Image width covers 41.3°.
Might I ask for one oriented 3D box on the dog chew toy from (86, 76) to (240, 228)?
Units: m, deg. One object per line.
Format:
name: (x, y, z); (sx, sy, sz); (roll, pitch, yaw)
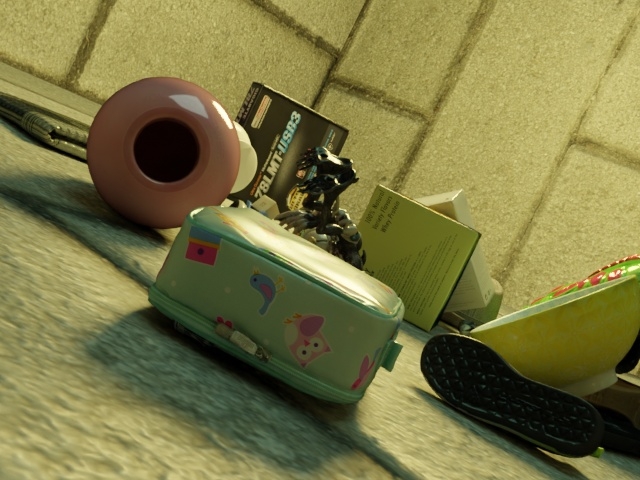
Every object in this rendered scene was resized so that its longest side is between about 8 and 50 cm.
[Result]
dog chew toy: (-0.229, -0.122, 1.232); (0.206, 0.207, 0.332); (25, -3, -12)

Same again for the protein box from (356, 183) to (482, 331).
protein box: (0.162, 0.031, 1.572); (0.201, 0.200, 0.136); (27, 5, 12)

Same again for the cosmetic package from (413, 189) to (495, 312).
cosmetic package: (0.256, 0.024, 1.695); (0.117, 0.231, 0.085); (-10, 16, 30)

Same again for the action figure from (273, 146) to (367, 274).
action figure: (0.000, 0.000, 1.283); (0.140, 0.276, 0.164); (-10, 39, -6)

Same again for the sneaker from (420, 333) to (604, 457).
sneaker: (0.221, 0.197, 1.007); (0.234, 0.084, 0.097); (29, -18, 21)

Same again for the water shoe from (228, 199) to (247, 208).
water shoe: (-0.121, -0.003, 1.329); (0.080, 0.073, 0.203); (48, 2, -19)

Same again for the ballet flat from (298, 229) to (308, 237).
ballet flat: (-0.021, -0.012, 1.906); (0.070, 0.070, 0.188); (27, 8, 1)

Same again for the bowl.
bowl: (0.412, 0.176, 1.414); (0.289, 0.289, 0.156); (8, 62, -75)

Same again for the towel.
towel: (-0.460, -0.193, 1.632); (0.312, 0.056, 0.324); (27, 6, 41)

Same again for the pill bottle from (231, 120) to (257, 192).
pill bottle: (-0.283, -0.220, 1.986); (0.181, 0.182, 0.323); (22, 6, -42)

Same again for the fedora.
fedora: (0.317, 0.120, 1.896); (0.243, 0.124, 0.275); (27, 5, 0)

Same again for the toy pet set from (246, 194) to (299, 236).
toy pet set: (-0.109, -0.027, 1.738); (0.122, 0.065, 0.114); (34, -27, 37)

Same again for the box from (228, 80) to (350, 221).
box: (-0.106, -0.212, 2.173); (0.293, 0.296, 0.073); (24, 3, -36)

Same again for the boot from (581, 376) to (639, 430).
boot: (0.597, 0.307, 1.588); (0.248, 0.090, 0.207); (25, 6, 23)

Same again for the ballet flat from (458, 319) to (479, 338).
ballet flat: (0.294, 0.183, 1.638); (0.041, 0.041, 0.114); (23, 5, -36)

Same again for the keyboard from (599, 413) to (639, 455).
keyboard: (0.454, 0.302, 1.261); (0.317, 0.033, 0.201); (21, 4, -39)

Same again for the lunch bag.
lunch bag: (-0.026, 0.061, 0.814); (0.224, 0.108, 0.279); (30, 6, 7)

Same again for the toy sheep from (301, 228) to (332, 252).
toy sheep: (0.003, 0.013, 1.598); (0.091, 0.091, 0.132); (29, -9, 23)

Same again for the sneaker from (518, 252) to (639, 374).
sneaker: (0.527, 0.184, 1.689); (0.202, 0.185, 0.483); (61, -21, 7)
